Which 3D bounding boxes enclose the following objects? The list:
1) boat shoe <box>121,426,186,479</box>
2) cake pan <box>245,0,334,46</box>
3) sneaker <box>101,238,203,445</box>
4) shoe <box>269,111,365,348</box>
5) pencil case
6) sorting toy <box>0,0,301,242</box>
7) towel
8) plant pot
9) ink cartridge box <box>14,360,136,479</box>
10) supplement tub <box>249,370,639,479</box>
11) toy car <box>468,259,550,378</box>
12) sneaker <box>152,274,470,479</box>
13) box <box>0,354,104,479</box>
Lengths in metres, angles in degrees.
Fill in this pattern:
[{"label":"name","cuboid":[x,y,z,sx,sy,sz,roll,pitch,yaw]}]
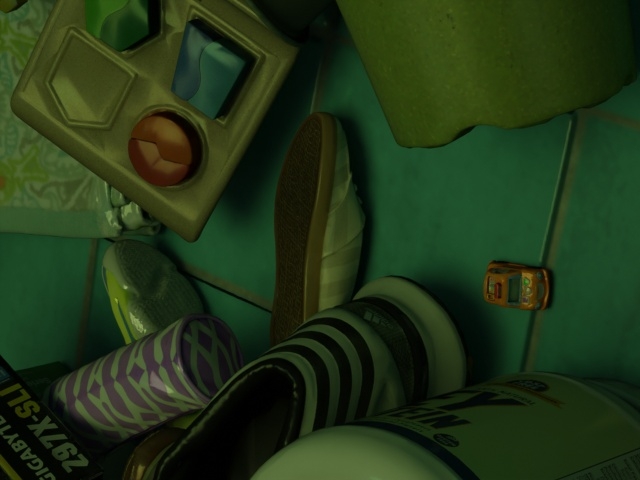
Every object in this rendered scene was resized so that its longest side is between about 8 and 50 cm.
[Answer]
[{"label":"boat shoe","cuboid":[-0.144,0.250,1.477,0.104,0.111,0.307,40,150,29]},{"label":"cake pan","cuboid":[-0.064,-0.291,1.318,0.054,0.293,0.293,-27,77,13]},{"label":"sneaker","cuboid":[-0.152,0.122,1.553,0.126,0.091,0.240,-43,70,36]},{"label":"shoe","cuboid":[0.000,0.000,1.437,0.076,0.058,0.219,20,106,58]},{"label":"pencil case","cuboid":[-0.155,0.131,1.448,0.206,0.086,0.088,-28,73,40]},{"label":"sorting toy","cuboid":[-0.186,-0.163,1.439,0.307,0.041,0.229,36,120,10]},{"label":"towel","cuboid":[-0.300,-0.165,1.623,0.374,0.090,0.320,3,102,34]},{"label":"plant pot","cuboid":[0.108,-0.209,1.203,0.276,0.276,0.254,-9,102,41]},{"label":"ink cartridge box","cuboid":[-0.251,0.247,1.652,0.212,0.093,0.154,42,120,26]},{"label":"supplement tub","cuboid":[0.117,0.220,1.183,0.235,0.325,0.235,7,100,39]},{"label":"toy car","cuboid":[0.136,0.070,1.334,0.060,0.040,0.122,30,114,34]},{"label":"sneaker","cuboid":[-0.053,0.245,1.360,0.169,0.257,0.447,34,125,32]},{"label":"box","cuboid":[-0.310,0.241,1.542,0.257,0.079,0.322,44,141,29]}]
